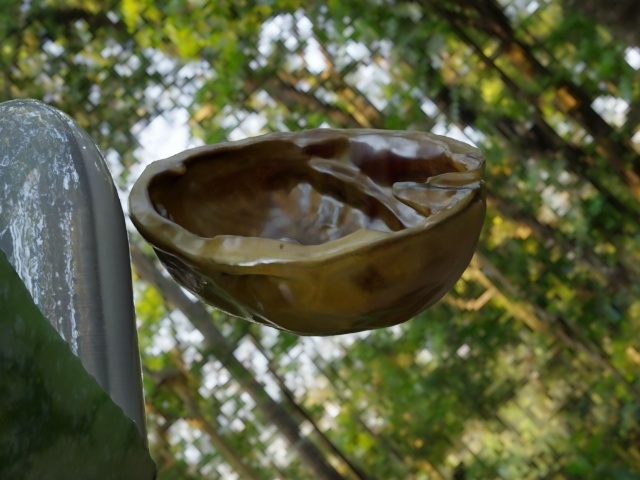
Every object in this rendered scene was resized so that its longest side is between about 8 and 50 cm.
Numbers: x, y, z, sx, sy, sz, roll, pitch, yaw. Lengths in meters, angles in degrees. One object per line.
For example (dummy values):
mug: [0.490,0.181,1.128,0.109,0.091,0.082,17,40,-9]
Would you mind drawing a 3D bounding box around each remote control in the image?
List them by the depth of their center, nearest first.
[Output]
remote control: [-0.161,0.086,0.798,0.103,0.332,0.221,9,-27,-34]

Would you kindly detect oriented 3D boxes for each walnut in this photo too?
walnut: [-0.001,0.002,0.830,0.167,0.211,0.087,-41,-51,-45]

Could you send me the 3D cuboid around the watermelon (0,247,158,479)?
watermelon: [-0.125,0.034,0.328,0.098,0.158,0.121,-54,-14,-29]
